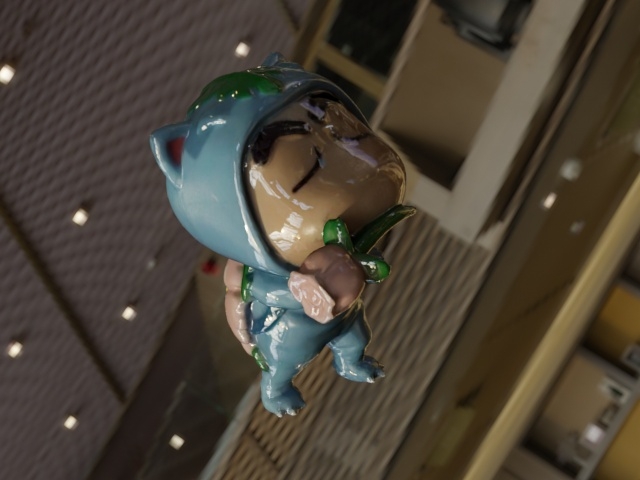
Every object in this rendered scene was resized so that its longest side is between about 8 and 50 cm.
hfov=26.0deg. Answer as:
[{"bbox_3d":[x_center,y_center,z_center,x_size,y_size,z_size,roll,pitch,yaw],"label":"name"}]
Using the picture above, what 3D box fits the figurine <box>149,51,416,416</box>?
[{"bbox_3d":[-0.001,0.003,0.666,0.114,0.144,0.178,-28,-59,-29],"label":"figurine"}]
